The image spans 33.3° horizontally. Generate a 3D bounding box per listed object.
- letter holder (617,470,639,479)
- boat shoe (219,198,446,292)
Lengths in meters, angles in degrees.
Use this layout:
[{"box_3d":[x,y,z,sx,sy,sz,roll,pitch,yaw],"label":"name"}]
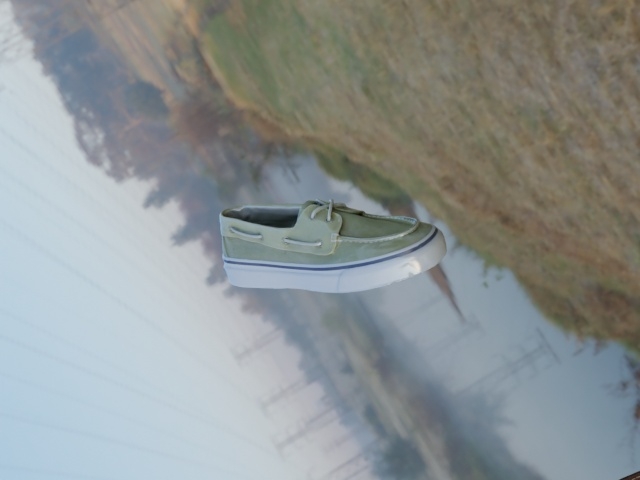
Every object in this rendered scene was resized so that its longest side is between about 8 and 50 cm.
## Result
[{"box_3d":[0.354,0.408,1.269,0.214,0.301,0.152,62,177,18],"label":"letter holder"},{"box_3d":[0.000,0.000,1.255,0.109,0.302,0.094,-44,-57,-52],"label":"boat shoe"}]
